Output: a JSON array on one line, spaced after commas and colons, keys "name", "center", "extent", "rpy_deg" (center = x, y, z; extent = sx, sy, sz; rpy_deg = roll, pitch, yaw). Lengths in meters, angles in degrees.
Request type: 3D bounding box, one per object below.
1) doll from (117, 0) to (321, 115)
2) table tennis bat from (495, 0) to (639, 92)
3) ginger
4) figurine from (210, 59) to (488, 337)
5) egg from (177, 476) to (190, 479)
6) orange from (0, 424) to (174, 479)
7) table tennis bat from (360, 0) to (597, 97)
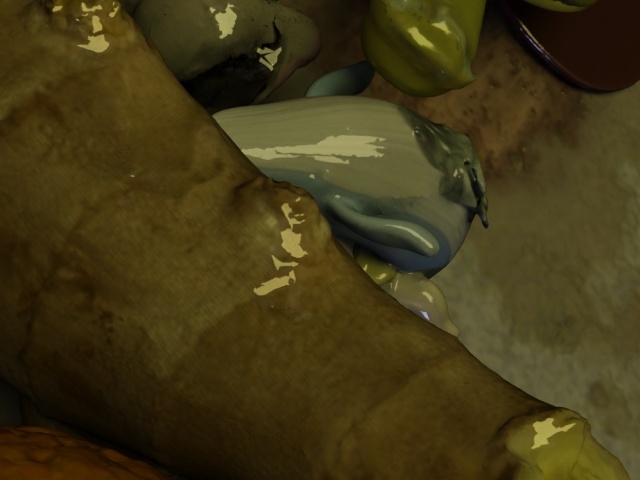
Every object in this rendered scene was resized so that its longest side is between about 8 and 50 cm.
[{"name": "doll", "center": [-0.085, -0.145, 0.628], "extent": [0.149, 0.095, 0.192], "rpy_deg": [-27, 76, -8]}, {"name": "table tennis bat", "center": [0.147, -0.224, 0.837], "extent": [0.274, 0.021, 0.154], "rpy_deg": [50, 57, -10]}, {"name": "ginger", "center": [-0.073, 0.052, 0.476], "extent": [0.166, 0.236, 0.375], "rpy_deg": [0, 43, -50]}, {"name": "figurine", "center": [0.000, 0.000, 0.616], "extent": [0.208, 0.184, 0.128], "rpy_deg": [49, 19, -47]}, {"name": "egg", "center": [-0.041, 0.106, 0.603], "extent": [0.071, 0.071, 0.083], "rpy_deg": [34, 80, -18]}, {"name": "orange", "center": [-0.116, 0.240, 0.368], "extent": [0.322, 0.322, 0.356], "rpy_deg": [-18, 90, -33]}, {"name": "table tennis bat", "center": [0.086, -0.194, 0.696], "extent": [0.224, 0.054, 0.368], "rpy_deg": [38, 39, -17]}]
